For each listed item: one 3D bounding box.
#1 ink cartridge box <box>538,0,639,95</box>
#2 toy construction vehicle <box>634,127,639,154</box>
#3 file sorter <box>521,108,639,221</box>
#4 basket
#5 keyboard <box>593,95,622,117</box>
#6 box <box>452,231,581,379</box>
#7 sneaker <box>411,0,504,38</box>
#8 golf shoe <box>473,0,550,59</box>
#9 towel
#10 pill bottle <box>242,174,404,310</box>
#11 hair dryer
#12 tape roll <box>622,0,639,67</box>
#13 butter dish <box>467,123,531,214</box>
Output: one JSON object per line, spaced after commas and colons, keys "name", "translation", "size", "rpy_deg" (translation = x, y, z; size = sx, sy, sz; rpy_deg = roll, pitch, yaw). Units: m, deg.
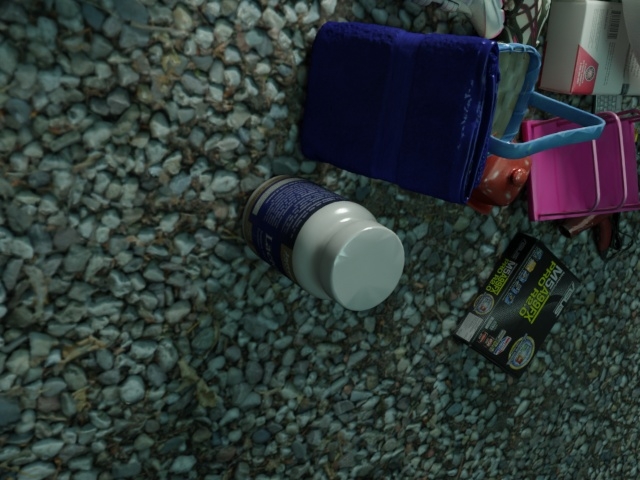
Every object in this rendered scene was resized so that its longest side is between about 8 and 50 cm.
{"name": "ink cartridge box", "translation": [0.565, -0.379, 1.344], "size": [0.237, 0.100, 0.172], "rpy_deg": [-5, 111, -24]}
{"name": "toy construction vehicle", "translation": [0.748, -0.245, 1.564], "size": [0.086, 0.035, 0.098], "rpy_deg": [7, 104, -34]}
{"name": "file sorter", "translation": [0.580, -0.153, 1.349], "size": [0.290, 0.182, 0.202], "rpy_deg": [-6, 92, -23]}
{"name": "basket", "translation": [0.279, -0.217, 1.105], "size": [0.254, 0.289, 0.201], "rpy_deg": [-13, 124, -35]}
{"name": "keyboard", "translation": [0.615, -0.348, 1.444], "size": [0.072, 0.014, 0.256], "rpy_deg": [-12, 114, -15]}
{"name": "box", "translation": [0.436, 0.147, 1.497], "size": [0.216, 0.060, 0.270], "rpy_deg": [36, 87, -36]}
{"name": "sneaker", "translation": [0.188, -0.412, 1.086], "size": [0.111, 0.103, 0.252], "rpy_deg": [-42, 96, 4]}
{"name": "golf shoe", "translation": [0.334, -0.418, 1.169], "size": [0.120, 0.105, 0.273], "rpy_deg": [-33, 146, -19]}
{"name": "towel", "translation": [0.113, -0.199, 1.018], "size": [0.076, 0.308, 0.228], "rpy_deg": [-11, 116, -51]}
{"name": "pill bottle", "translation": [0.000, 0.000, 1.035], "size": [0.153, 0.264, 0.153], "rpy_deg": [-12, 113, -29]}
{"name": "hair dryer", "translation": [0.655, -0.044, 1.553], "size": [0.293, 0.080, 0.224], "rpy_deg": [-1, 109, -32]}
{"name": "tape roll", "translation": [0.700, -0.465, 1.286], "size": [0.392, 0.072, 0.392], "rpy_deg": [-2, 94, -37]}
{"name": "butter dish", "translation": [0.341, -0.131, 1.295], "size": [0.160, 0.118, 0.160], "rpy_deg": [28, 91, -36]}
